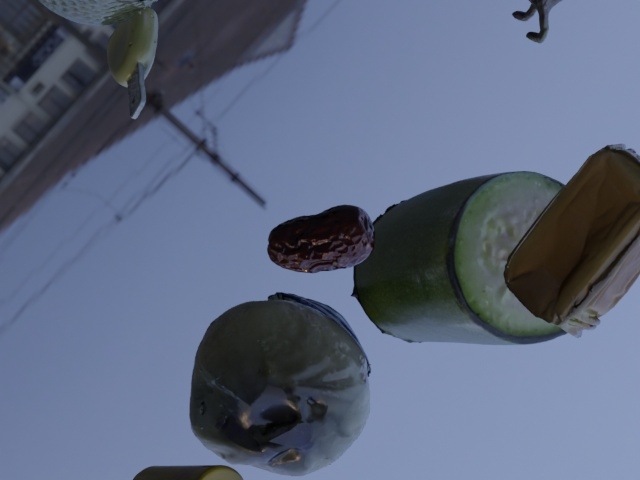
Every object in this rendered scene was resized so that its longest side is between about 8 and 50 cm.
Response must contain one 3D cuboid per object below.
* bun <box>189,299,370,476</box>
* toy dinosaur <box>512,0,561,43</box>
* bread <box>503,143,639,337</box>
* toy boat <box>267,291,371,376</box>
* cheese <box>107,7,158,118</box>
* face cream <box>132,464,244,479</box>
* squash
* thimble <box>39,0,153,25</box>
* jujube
[{"bbox_3d":[-0.055,0.216,1.781,0.273,0.273,0.168,-44,-164,13],"label":"bun"},{"bbox_3d":[0.425,-0.466,2.318,0.072,0.251,0.199,-37,148,-47],"label":"toy dinosaur"},{"bbox_3d":[0.357,0.000,1.643,0.136,0.107,0.241,47,-70,35],"label":"bread"},{"bbox_3d":[-0.016,0.182,2.086,0.067,0.220,0.291,-50,-179,19],"label":"toy boat"},{"bbox_3d":[-0.295,-0.280,2.022,0.127,0.050,0.255,-54,-149,28],"label":"cheese"},{"bbox_3d":[-0.195,0.332,1.648,0.273,0.078,0.078,-15,-143,54],"label":"face cream"},{"bbox_3d":[0.230,0.035,1.986,0.263,0.263,0.384,-53,-167,-16],"label":"squash"},{"bbox_3d":[-0.332,-0.470,1.914,0.150,0.271,0.270,-15,-143,56],"label":"thimble"},{"bbox_3d":[0.000,0.000,1.495,0.129,0.077,0.077,-8,-152,8],"label":"jujube"}]
